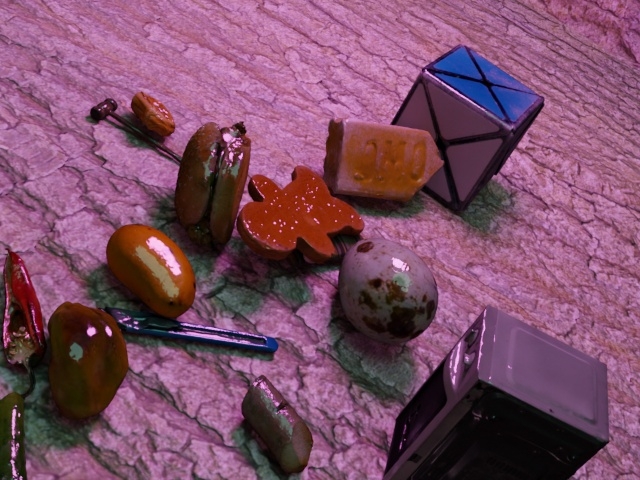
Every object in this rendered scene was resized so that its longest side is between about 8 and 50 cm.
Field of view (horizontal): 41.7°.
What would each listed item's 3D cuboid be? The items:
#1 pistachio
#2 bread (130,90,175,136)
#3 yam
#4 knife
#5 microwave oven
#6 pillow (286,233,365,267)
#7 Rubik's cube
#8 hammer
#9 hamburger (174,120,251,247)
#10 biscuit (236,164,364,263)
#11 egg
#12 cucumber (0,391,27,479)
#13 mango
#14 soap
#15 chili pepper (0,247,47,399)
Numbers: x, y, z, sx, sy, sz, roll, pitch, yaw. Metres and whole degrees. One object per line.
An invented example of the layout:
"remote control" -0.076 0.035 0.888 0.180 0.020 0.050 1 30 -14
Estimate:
"pistachio" -0.326 0.159 1.181 0.110 0.100 0.189 5 43 -23
"bread" -0.327 -0.246 1.650 0.083 0.044 0.110 30 15 -48
"yam" -0.062 0.273 1.247 0.070 0.069 0.146 -19 58 -44
"knife" -0.205 0.142 1.336 0.297 0.026 0.044 11 30 -21
"microwave oven" 0.257 0.284 1.253 0.238 0.295 0.181 28 38 -3
"pillow" 0.000 0.000 1.612 0.204 0.038 0.113 -8 48 -38
"Rubik's cube" 0.324 -0.264 1.930 0.260 0.254 0.259 36 40 8
"hammer" -0.312 -0.182 1.629 0.292 0.029 0.058 34 40 2
"hamburger" -0.194 -0.097 1.483 0.122 0.189 0.215 13 56 -10
"biscuit" -0.051 -0.041 1.532 0.205 0.049 0.324 45 29 5
"egg" 0.113 0.082 1.492 0.169 0.169 0.231 6 33 -27
"cucumber" -0.387 0.292 1.034 0.056 0.056 0.250 5 42 -28
"mango" -0.266 0.046 1.350 0.178 0.090 0.115 40 37 14
"soap" 0.136 -0.167 1.782 0.258 0.160 0.080 4 6 -28
"chili pepper" -0.429 0.115 1.213 0.050 0.059 0.267 47 14 -49
